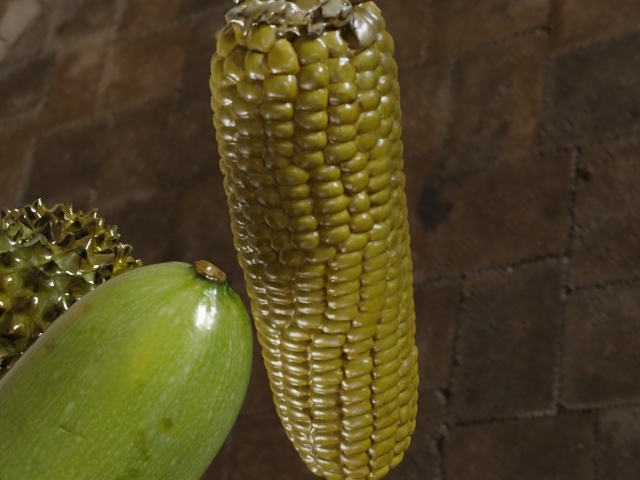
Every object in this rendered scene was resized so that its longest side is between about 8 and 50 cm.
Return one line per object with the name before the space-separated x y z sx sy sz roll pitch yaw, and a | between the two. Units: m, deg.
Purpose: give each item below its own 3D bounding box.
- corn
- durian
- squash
corn | 0.000 0.000 0.812 0.106 0.305 0.106 -5 26 2
durian | -0.231 0.104 1.207 0.258 0.258 0.293 -44 78 11
squash | -0.109 0.087 0.741 0.187 0.123 0.123 -52 41 3
